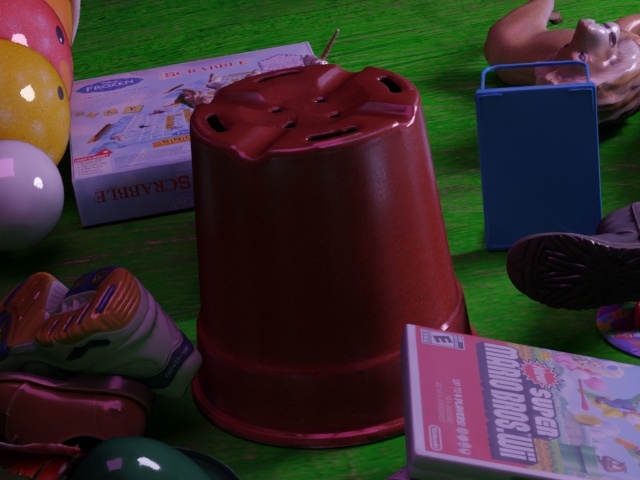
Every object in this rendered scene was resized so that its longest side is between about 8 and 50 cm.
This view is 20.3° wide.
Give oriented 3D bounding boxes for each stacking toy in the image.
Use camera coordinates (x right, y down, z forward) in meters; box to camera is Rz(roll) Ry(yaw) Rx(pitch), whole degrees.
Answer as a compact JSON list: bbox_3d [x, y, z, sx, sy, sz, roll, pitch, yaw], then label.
[{"bbox_3d":[-0.393,-0.145,2.036,0.350,0.351,0.480,-15,45,-15],"label":"stacking toy"}]

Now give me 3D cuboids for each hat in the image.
[{"bbox_3d":[-0.156,0.158,1.368,0.173,0.184,0.208,4,34,15],"label":"hat"}]

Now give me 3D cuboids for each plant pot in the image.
[{"bbox_3d":[0.000,0.000,1.582,0.272,0.265,0.272,-6,26,3],"label":"plant pot"}]

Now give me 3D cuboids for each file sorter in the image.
[{"bbox_3d":[0.225,-0.089,1.824,0.118,0.170,0.104,-3,22,9],"label":"file sorter"}]

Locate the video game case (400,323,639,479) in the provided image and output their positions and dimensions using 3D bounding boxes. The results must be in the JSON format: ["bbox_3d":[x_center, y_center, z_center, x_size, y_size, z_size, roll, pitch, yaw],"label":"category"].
[{"bbox_3d":[0.206,0.147,1.407,0.285,0.025,0.204,11,25,-4],"label":"video game case"}]

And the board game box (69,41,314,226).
[{"bbox_3d":[-0.140,-0.132,2.119,0.318,0.066,0.318,-10,26,-5],"label":"board game box"}]

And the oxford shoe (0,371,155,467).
[{"bbox_3d":[-0.251,0.161,1.547,0.212,0.076,0.076,-3,57,22],"label":"oxford shoe"}]

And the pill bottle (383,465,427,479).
[{"bbox_3d":[0.042,0.226,1.319,0.137,0.078,0.078,-27,32,-36],"label":"pill bottle"}]

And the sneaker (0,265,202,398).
[{"bbox_3d":[-0.221,0.105,1.630,0.296,0.131,0.112,-3,47,57],"label":"sneaker"}]

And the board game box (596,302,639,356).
[{"bbox_3d":[0.338,0.056,1.647,0.168,0.033,0.133,-18,28,-22],"label":"board game box"}]

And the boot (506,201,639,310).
[{"bbox_3d":[0.270,0.005,1.676,0.189,0.076,0.208,6,19,5],"label":"boot"}]

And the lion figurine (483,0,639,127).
[{"bbox_3d":[0.296,-0.222,2.153,0.240,0.142,0.392,-25,16,-18],"label":"lion figurine"}]

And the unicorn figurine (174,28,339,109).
[{"bbox_3d":[-0.059,-0.155,1.819,0.162,0.060,0.111,-30,19,-16],"label":"unicorn figurine"}]
